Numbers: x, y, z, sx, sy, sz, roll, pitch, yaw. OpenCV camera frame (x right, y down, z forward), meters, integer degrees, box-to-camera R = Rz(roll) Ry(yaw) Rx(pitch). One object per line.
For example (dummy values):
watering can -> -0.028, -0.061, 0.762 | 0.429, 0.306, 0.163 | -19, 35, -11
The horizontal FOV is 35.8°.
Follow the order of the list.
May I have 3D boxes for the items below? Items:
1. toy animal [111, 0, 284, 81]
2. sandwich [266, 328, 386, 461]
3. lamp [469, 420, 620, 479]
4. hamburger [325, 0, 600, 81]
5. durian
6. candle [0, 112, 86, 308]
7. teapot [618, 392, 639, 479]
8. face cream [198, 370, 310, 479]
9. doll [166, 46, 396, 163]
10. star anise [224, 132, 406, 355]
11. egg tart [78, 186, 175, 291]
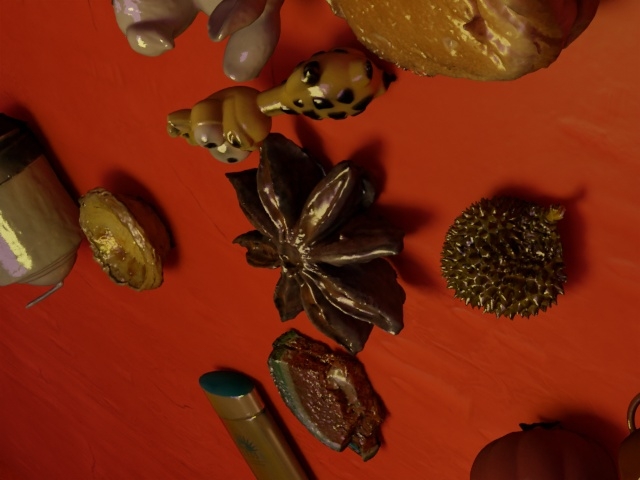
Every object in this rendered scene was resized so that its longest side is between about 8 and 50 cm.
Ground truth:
toy animal -> -0.135, -0.274, 1.101 | 0.193, 0.178, 0.127 | 9, 155, 12
sandwich -> 0.015, 0.255, 1.558 | 0.159, 0.079, 0.235 | -6, 117, 53
lamp -> 0.274, 0.289, 1.219 | 0.182, 0.140, 0.182 | 0, 157, 0
hamburger -> 0.098, -0.286, 0.829 | 0.284, 0.174, 0.304 | 17, 135, 44
durian -> 0.204, 0.020, 1.081 | 0.146, 0.102, 0.208 | 53, 144, 7
candle -> -0.561, -0.046, 1.834 | 0.221, 0.221, 0.342 | -4, 123, 52
teapot -> 0.392, 0.244, 1.081 | 0.116, 0.116, 0.173 | -39, 64, 57
face cream -> -0.116, 0.365, 1.838 | 0.139, 0.067, 0.285 | -6, 117, 50
doll -> -0.055, -0.156, 1.153 | 0.291, 0.086, 0.117 | -14, 157, 29
star anise -> 0.000, 0.002, 1.293 | 0.332, 0.118, 0.331 | 35, 140, 35
egg tart -> -0.330, -0.008, 1.704 | 0.213, 0.090, 0.212 | 29, 141, 26
